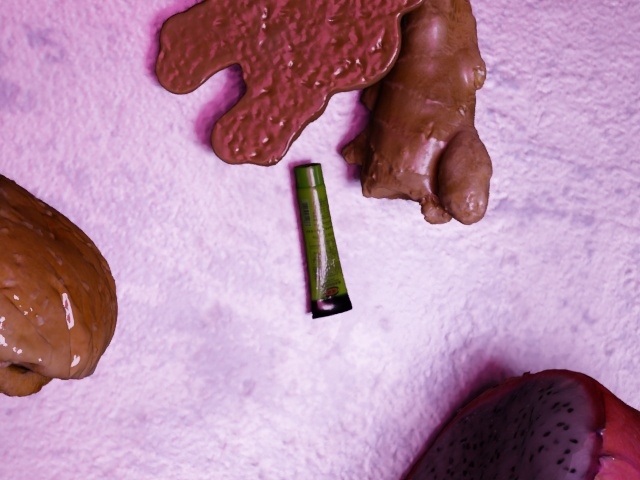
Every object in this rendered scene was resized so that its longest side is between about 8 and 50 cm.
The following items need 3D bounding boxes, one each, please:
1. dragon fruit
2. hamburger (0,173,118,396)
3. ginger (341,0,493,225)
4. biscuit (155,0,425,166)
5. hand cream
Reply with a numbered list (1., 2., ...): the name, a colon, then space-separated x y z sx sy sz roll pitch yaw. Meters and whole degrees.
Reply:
1. dragon fruit: 0.180 0.249 1.391 0.189 0.290 0.291 36 86 -16
2. hamburger: -0.212 0.040 1.311 0.155 0.207 0.135 26 91 -10
3. ginger: 0.079 -0.102 1.438 0.081 0.115 0.206 10 68 -31
4. biscuit: -0.012 -0.168 1.406 0.236 0.040 0.144 -39 96 3
5. hand cream: 0.000 0.000 1.453 0.036 0.023 0.122 -14 99 -24
